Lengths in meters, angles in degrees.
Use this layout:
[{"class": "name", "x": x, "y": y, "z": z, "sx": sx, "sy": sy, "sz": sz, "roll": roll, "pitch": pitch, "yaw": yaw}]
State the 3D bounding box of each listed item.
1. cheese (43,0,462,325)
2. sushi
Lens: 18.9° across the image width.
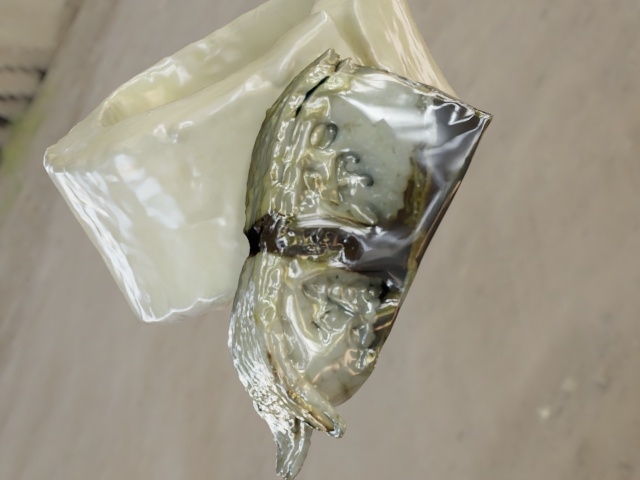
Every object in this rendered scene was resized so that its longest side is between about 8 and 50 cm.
[{"class": "cheese", "x": -0.046, "y": -0.075, "z": 1.413, "sx": 0.292, "sy": 0.153, "sz": 0.332, "roll": -27, "pitch": 14, "yaw": 9}, {"class": "sushi", "x": -0.010, "y": 0.008, "z": 1.212, "sx": 0.273, "sy": 0.109, "sz": 0.134, "roll": -65, "pitch": 19, "yaw": -3}]
